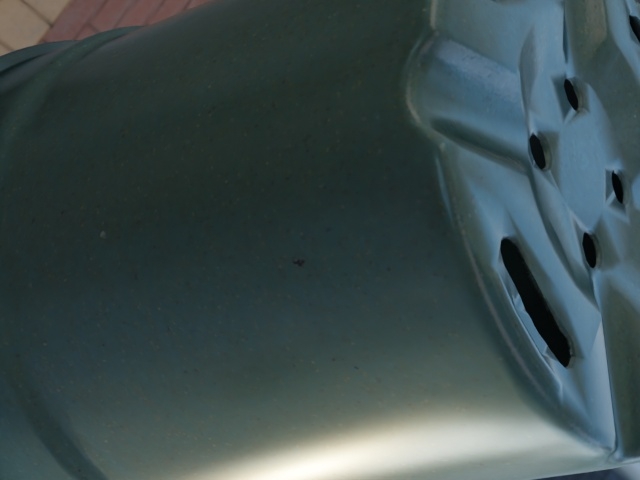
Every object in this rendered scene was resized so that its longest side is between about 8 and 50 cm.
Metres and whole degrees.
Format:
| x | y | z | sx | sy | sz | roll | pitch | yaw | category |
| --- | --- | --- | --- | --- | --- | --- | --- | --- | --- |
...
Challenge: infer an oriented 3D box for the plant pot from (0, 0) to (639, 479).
| x | y | z | sx | sy | sz | roll | pitch | yaw | category |
| --- | --- | --- | --- | --- | --- | --- | --- | --- | --- |
| 0.000 | 0.000 | 0.507 | 0.334 | 0.341 | 0.341 | -16 | -171 | 41 | plant pot |
